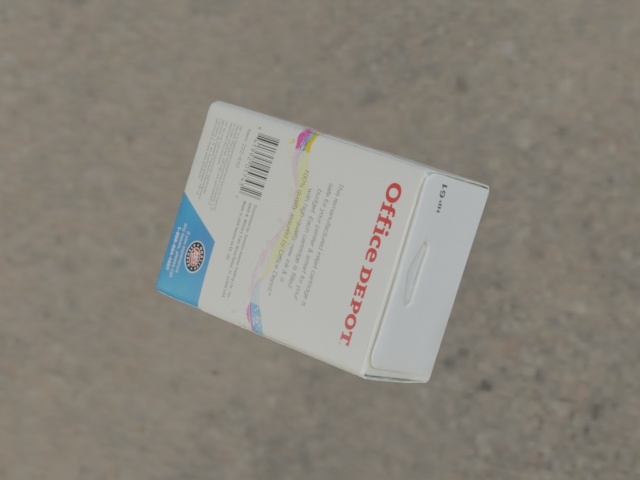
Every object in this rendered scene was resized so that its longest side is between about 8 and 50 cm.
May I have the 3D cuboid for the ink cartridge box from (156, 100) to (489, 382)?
[{"bbox_3d":[0.000,0.000,0.779,0.052,0.122,0.089,12,96,-52],"label":"ink cartridge box"}]
